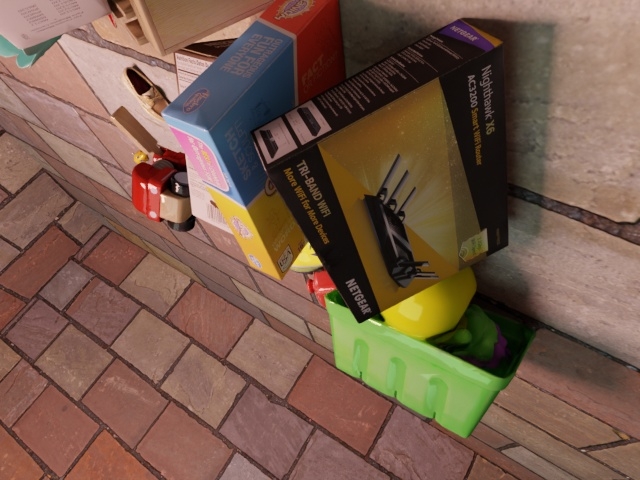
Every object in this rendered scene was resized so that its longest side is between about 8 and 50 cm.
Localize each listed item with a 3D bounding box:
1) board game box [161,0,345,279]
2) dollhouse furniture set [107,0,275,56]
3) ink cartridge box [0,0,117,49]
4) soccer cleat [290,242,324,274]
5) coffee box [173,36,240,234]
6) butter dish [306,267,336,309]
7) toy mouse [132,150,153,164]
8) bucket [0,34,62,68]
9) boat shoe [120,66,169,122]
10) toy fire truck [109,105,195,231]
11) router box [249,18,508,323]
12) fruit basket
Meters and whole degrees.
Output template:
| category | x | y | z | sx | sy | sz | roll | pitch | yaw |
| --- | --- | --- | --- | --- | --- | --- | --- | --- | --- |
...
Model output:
| category | x | y | z | sx | sy | sz | roll | pitch | yaw |
| --- | --- | --- | --- | --- | --- | --- | --- | --- | --- |
| board game box | -0.047 | -0.120 | 0.558 | 0.064 | 0.242 | 0.317 | 24 | 156 | 22 |
| dollhouse furniture set | -0.183 | -0.353 | 0.480 | 0.242 | 0.160 | 0.212 | 51 | 164 | 22 |
| ink cartridge box | -0.365 | -0.388 | 0.421 | 0.310 | 0.129 | 0.272 | 64 | 167 | -14 |
| soccer cleat | 0.000 | 0.001 | 0.856 | 0.121 | 0.094 | 0.289 | 26 | 148 | -25 |
| coffee box | -0.116 | -0.153 | 0.604 | 0.098 | 0.141 | 0.247 | 24 | 128 | 24 |
| butter dish | 0.025 | 0.103 | 0.986 | 0.118 | 0.160 | 0.160 | -9 | 141 | 15 |
| toy mouse | -0.533 | -0.224 | 1.315 | 0.160 | 0.031 | 0.143 | 6 | 144 | 50 |
| bucket | -0.494 | -0.432 | 0.621 | 0.281 | 0.183 | 0.281 | 32 | 161 | 12 |
| boat shoe | -0.370 | -0.312 | 0.883 | 0.135 | 0.050 | 0.045 | 43 | 162 | -20 |
| toy fire truck | -0.351 | -0.164 | 0.892 | 0.246 | 0.217 | 0.159 | 19 | 125 | 1 |
| router box | 0.096 | -0.051 | 0.497 | 0.309 | 0.242 | 0.081 | 59 | -177 | -46 |
| fruit basket | 0.202 | 0.126 | 0.784 | 0.391 | 0.282 | 0.393 | 8 | 104 | 36 |
